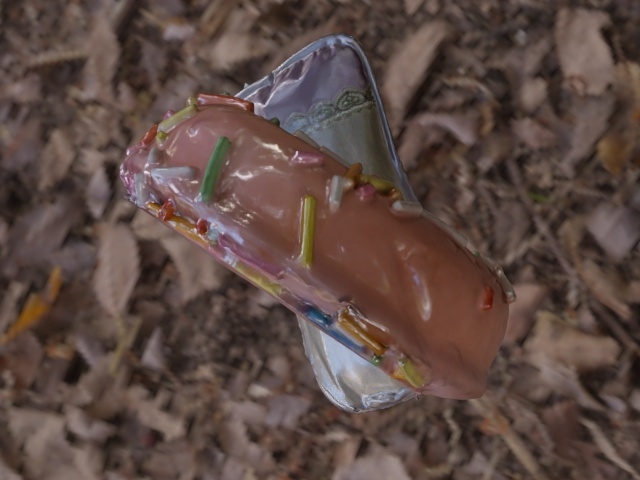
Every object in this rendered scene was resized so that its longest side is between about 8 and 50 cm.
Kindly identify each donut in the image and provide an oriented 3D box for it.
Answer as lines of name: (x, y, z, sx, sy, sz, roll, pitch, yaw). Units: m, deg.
donut: (0.000, 0.000, 0.945, 0.233, 0.199, 0.085, 33, 89, 5)

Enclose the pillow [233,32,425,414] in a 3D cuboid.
pillow: (0.014, -0.008, 1.117, 0.130, 0.038, 0.233, -28, 77, 29)
